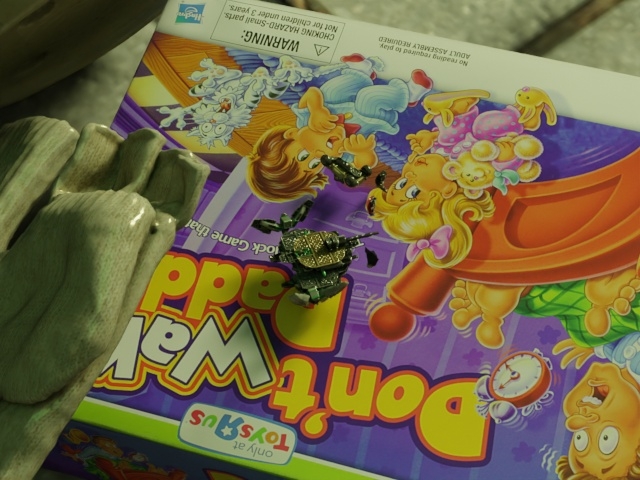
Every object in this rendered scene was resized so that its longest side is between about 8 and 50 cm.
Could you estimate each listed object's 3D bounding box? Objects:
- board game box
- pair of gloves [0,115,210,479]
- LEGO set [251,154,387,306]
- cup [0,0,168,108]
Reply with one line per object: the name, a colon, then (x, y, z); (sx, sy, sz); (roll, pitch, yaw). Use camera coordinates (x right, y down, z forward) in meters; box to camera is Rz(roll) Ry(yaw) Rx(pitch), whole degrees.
board game box: (0.061, 0.027, 0.672); (0.347, 0.078, 0.233); (13, 61, 12)
pair of gloves: (-0.148, 0.032, 0.623); (0.204, 0.042, 0.240); (-58, 30, -10)
LEGO set: (0.003, 0.000, 0.638); (0.054, 0.023, 0.083); (33, 54, 19)
cup: (-0.178, -0.201, 0.722); (0.331, 0.331, 0.237); (-33, 88, -15)
